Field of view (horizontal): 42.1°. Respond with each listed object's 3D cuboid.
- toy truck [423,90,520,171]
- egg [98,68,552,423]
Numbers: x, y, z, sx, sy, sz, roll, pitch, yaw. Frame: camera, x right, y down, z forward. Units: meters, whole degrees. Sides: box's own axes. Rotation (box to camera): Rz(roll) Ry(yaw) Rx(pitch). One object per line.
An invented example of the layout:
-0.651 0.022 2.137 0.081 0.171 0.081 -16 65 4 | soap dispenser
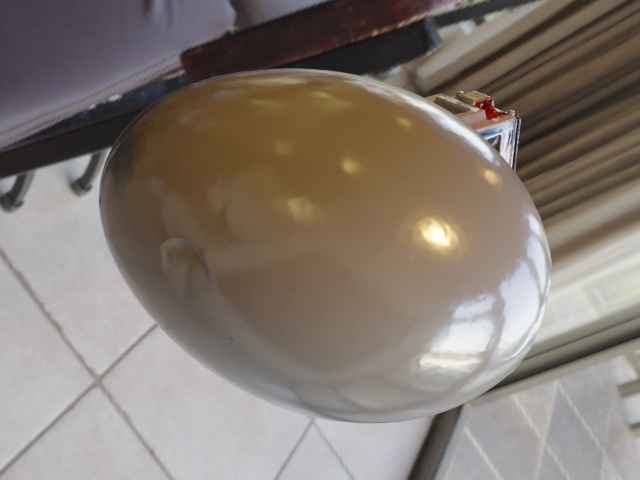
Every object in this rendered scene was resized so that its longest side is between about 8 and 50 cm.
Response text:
0.082 -0.063 0.898 0.268 0.124 0.155 -19 124 -31 | toy truck
0.000 0.000 0.435 0.232 0.176 0.176 19 42 -1 | egg
